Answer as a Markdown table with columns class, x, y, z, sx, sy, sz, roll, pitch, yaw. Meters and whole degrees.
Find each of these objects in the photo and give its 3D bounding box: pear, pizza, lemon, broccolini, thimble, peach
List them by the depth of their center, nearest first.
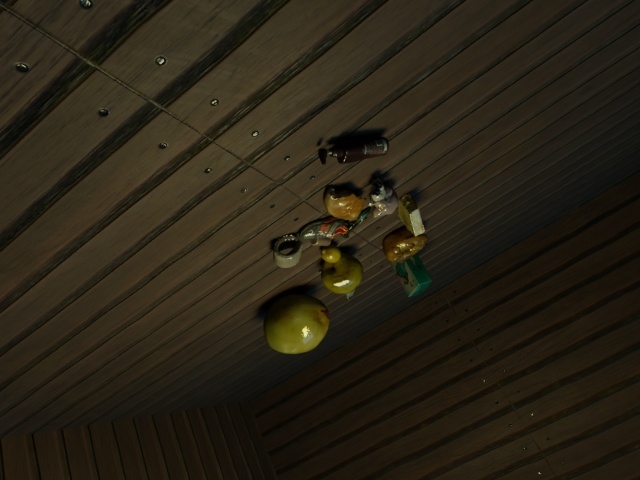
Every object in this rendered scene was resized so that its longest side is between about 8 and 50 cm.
| class | x | y | z | sx | sy | sz | roll | pitch | yaw |
| --- | --- | --- | --- | --- | --- | --- | --- | --- | --- |
| pizza | 0.088 | -0.134 | 1.658 | 0.134 | 0.056 | 0.271 | -35 | 153 | 21 |
| thimble | -0.127 | 0.042 | 1.737 | 0.115 | 0.102 | 0.090 | -49 | 166 | -28 |
| broccolini | 0.148 | -0.093 | 1.833 | 0.058 | 0.074 | 0.201 | 41 | 95 | -19 |
| lemon | 0.044 | 0.056 | 1.956 | 0.082 | 0.082 | 0.111 | -36 | 148 | 18 |
| pear | 0.101 | 0.150 | 2.069 | 0.200 | 0.199 | 0.200 | -22 | 155 | -11 |
| peach | -0.121 | 0.403 | 2.215 | 0.316 | 0.313 | 0.281 | 5 | 158 | 36 |

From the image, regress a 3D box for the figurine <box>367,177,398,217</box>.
| class | x | y | z | sx | sy | sz | roll | pitch | yaw |
| --- | --- | --- | --- | --- | --- | --- | --- | --- | --- |
| figurine | 0.233 | -0.158 | 1.692 | 0.112 | 0.137 | 0.229 | 12 | 170 | 19 |

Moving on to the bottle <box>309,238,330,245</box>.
| class | x | y | z | sx | sy | sz | roll | pitch | yaw |
| --- | --- | --- | --- | --- | --- | --- | --- | --- | --- |
| bottle | 0.000 | 0.000 | 1.849 | 0.045 | 0.045 | 0.097 | -41 | 155 | 28 |

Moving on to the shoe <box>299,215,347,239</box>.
| class | x | y | z | sx | sy | sz | roll | pitch | yaw |
| --- | --- | --- | --- | --- | --- | --- | --- | --- | --- |
| shoe | 0.015 | -0.038 | 1.746 | 0.195 | 0.077 | 0.074 | -21 | 155 | -14 |

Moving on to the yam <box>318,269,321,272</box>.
| class | x | y | z | sx | sy | sz | roll | pitch | yaw |
| --- | --- | --- | --- | --- | --- | --- | --- | --- | --- |
| yam | 0.039 | 0.128 | 2.174 | 0.107 | 0.014 | 0.014 | -28 | 156 | 2 |

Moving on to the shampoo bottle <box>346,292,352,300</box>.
| class | x | y | z | sx | sy | sz | roll | pitch | yaw |
| --- | --- | --- | --- | --- | --- | --- | --- | --- | --- |
| shampoo bottle | 0.165 | 0.282 | 2.554 | 0.056 | 0.056 | 0.195 | -20 | 155 | -16 |

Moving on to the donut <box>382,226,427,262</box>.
| class | x | y | z | sx | sy | sz | roll | pitch | yaw |
| --- | --- | --- | --- | --- | --- | --- | --- | --- | --- |
| donut | 0.411 | 0.018 | 2.211 | 0.227 | 0.113 | 0.226 | -23 | 155 | -11 |

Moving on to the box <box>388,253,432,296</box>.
| class | x | y | z | sx | sy | sz | roll | pitch | yaw |
| --- | --- | --- | --- | --- | --- | --- | --- | --- | --- |
| box | 0.468 | 0.153 | 2.377 | 0.092 | 0.244 | 0.153 | -14 | 151 | -22 |

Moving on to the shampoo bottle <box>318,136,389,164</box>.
| class | x | y | z | sx | sy | sz | roll | pitch | yaw |
| --- | --- | --- | --- | --- | --- | --- | --- | --- | --- |
| shampoo bottle | 0.100 | -0.274 | 1.379 | 0.237 | 0.068 | 0.067 | -12 | 154 | -28 |

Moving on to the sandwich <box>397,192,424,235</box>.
| class | x | y | z | sx | sy | sz | roll | pitch | yaw |
| --- | --- | --- | --- | --- | --- | --- | --- | --- | --- |
| sandwich | 0.369 | -0.129 | 1.916 | 0.058 | 0.193 | 0.162 | -22 | 119 | -3 |
